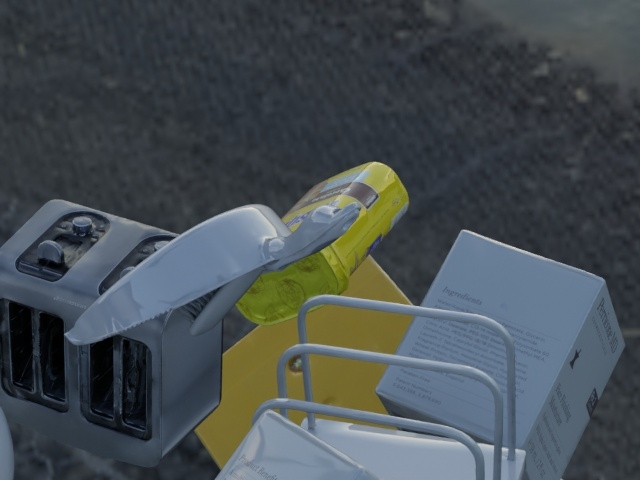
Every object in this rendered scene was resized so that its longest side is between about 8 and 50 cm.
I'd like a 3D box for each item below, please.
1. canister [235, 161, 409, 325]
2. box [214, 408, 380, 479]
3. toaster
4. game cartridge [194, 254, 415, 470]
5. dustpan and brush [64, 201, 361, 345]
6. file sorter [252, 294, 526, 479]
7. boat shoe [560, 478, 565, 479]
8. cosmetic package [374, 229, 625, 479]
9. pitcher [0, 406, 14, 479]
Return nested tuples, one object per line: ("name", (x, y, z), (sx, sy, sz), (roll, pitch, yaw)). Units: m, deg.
("canister", (0.000, 0.000, 1.729), (0.126, 0.073, 0.170), (-23, 16, 38))
("box", (-0.012, 0.190, 0.839), (0.170, 0.130, 0.091), (-54, 33, -8))
("toaster", (-0.170, 0.078, 1.443), (0.168, 0.185, 0.110), (17, 34, 21))
("game cartridge", (0.021, 0.193, 1.989), (0.285, 0.052, 0.323), (-38, 49, -1))
("dustpan and brush", (-0.045, 0.013, 1.067), (0.147, 0.211, 0.060), (-21, 74, -41))
("file sorter", (0.035, 0.192, 1.368), (0.193, 0.173, 0.277), (8, 39, 15))
("boat shoe", (0.248, 0.291, 2.010), (0.060, 0.064, 0.178), (-11, 45, -40))
("cosmetic package", (0.170, 0.118, 1.673), (0.151, 0.151, 0.183), (21, 71, 26))
("pitcher", (-0.323, 0.204, 1.310), (0.178, 0.125, 0.207), (10, 64, 7))
